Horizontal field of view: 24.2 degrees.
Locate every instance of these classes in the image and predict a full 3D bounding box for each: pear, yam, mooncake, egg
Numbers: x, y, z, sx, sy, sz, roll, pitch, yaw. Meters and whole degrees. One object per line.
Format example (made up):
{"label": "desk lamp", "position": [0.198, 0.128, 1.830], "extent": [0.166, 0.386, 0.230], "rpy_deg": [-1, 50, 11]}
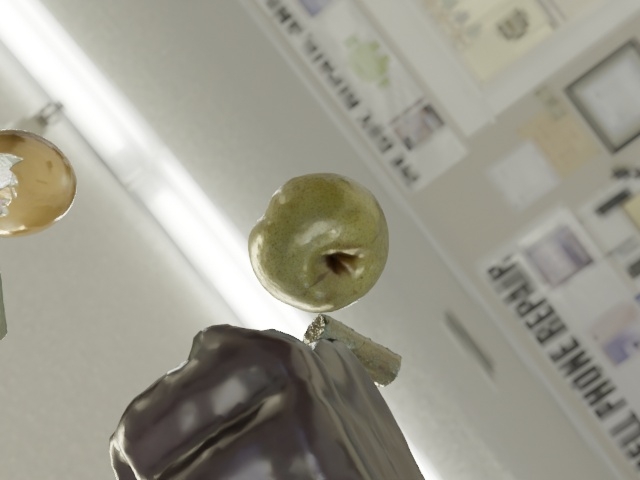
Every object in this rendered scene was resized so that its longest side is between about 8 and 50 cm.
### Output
{"label": "pear", "position": [0.000, 0.000, 1.723], "extent": [0.167, 0.167, 0.136], "rpy_deg": [44, -172, -34]}
{"label": "yam", "position": [0.037, 0.133, 1.799], "extent": [0.132, 0.054, 0.054], "rpy_deg": [29, -156, -31]}
{"label": "mooncake", "position": [-0.009, 0.246, 1.242], "extent": [0.350, 0.212, 0.381], "rpy_deg": [56, -175, 28]}
{"label": "egg", "position": [-0.220, -0.042, 1.087], "extent": [0.080, 0.080, 0.096], "rpy_deg": [55, -150, 8]}

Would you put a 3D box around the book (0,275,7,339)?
{"label": "book", "position": [-0.386, -0.003, 1.562], "extent": [0.215, 0.025, 0.282], "rpy_deg": [-53, -40, -73]}
